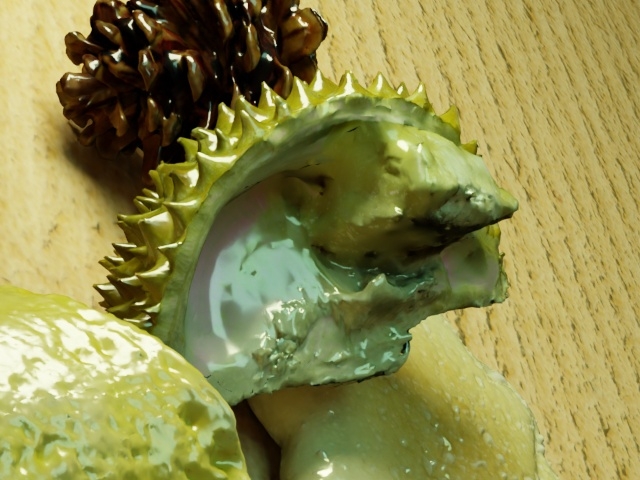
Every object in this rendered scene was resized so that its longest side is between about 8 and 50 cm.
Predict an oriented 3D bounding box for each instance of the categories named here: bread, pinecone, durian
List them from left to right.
[{"bbox_3d":[-0.134,0.112,0.740,0.170,0.197,0.197,-3,56,-53],"label":"bread"},{"bbox_3d":[-0.079,-0.101,1.177,0.173,0.173,0.173,37,28,-23],"label":"pinecone"},{"bbox_3d":[0.000,0.000,1.072,0.306,0.172,0.166,-10,62,-42],"label":"durian"},{"bbox_3d":[0.067,0.135,1.185,0.316,0.054,0.316,39,26,-24],"label":"bread"}]
